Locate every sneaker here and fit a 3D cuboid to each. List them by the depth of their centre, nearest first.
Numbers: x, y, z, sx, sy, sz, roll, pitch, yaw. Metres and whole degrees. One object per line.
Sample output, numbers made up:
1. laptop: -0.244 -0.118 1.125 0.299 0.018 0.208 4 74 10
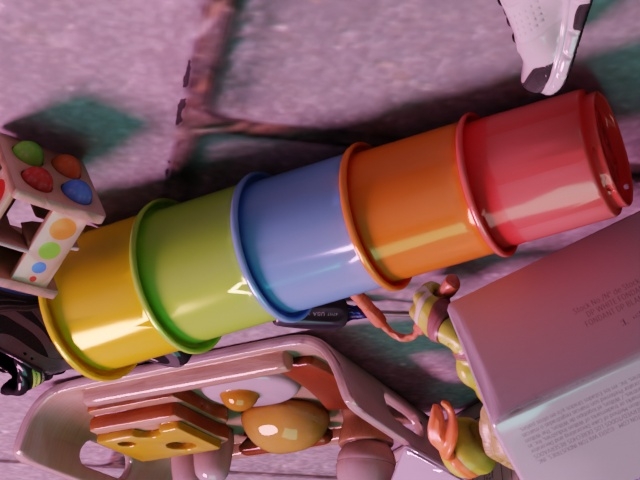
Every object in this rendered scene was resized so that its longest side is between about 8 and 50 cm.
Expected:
1. sneaker: 0.091 -0.101 0.499 0.044 0.040 0.109 14 152 9
2. sneaker: -0.174 0.066 0.784 0.188 0.078 0.067 7 153 -16

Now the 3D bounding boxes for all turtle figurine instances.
1. turtle figurine: 0.145 0.086 0.749 0.217 0.087 0.269 -35 98 20

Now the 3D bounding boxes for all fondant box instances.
1. fondant box: 0.243 0.118 0.673 0.238 0.096 0.330 -26 125 7

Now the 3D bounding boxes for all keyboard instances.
1. keyboard: 0.075 0.250 0.989 0.072 0.014 0.256 32 142 16

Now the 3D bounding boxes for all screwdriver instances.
1. screwdriver: 0.049 0.047 0.825 0.170 0.025 0.024 -3 155 -16

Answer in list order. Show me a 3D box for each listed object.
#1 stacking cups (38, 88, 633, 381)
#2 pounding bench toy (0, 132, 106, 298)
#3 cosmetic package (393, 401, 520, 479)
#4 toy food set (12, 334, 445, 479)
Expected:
1. stacking cups: 0.000 0.000 0.630 0.316 0.096 0.096 -15 150 28
2. pounding bench toy: -0.156 -0.024 0.635 0.052 0.083 0.065 19 117 -38
3. cosmetic package: 0.164 0.235 1.056 0.129 0.153 0.296 9 154 -21
4. toy food set: -0.063 0.172 0.987 0.306 0.092 0.220 -13 152 24
